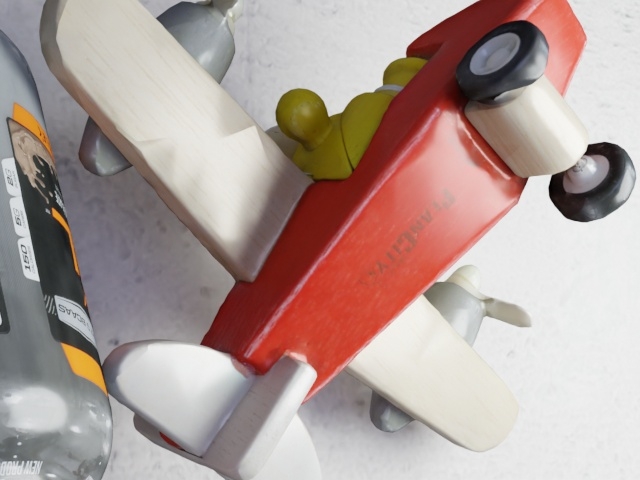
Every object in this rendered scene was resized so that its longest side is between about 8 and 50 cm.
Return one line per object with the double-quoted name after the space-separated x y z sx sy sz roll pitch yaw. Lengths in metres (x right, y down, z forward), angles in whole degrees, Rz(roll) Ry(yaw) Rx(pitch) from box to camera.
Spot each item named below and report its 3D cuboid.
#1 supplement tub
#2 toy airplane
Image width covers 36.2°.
-0.237 0.043 0.548 0.207 0.207 0.338 -5 61 -27 "supplement tub"
0.000 0.000 0.714 0.384 0.272 0.386 -6 112 -22 "toy airplane"
